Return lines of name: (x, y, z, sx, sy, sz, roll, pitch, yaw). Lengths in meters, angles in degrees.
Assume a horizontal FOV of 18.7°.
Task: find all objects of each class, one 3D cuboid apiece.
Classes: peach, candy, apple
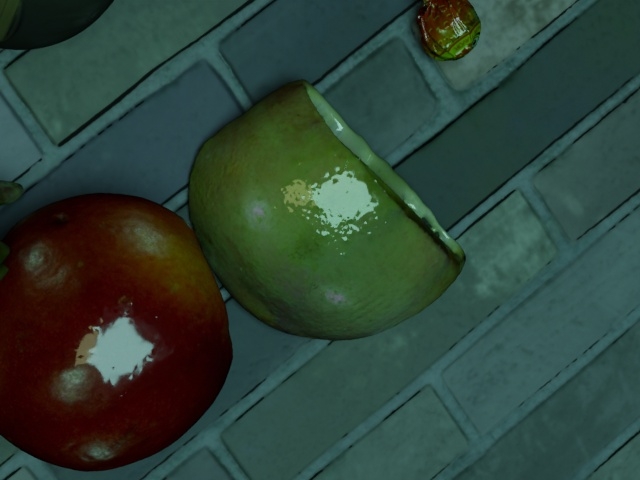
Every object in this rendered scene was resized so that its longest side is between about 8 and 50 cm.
peach: (-0.194, 0.081, 1.664, 0.243, 0.199, 0.243, -2, 98, -17)
candy: (0.086, -0.257, 1.808, 0.060, 0.060, 0.201, -35, 102, -13)
apple: (0.000, 0.000, 1.778, 0.193, 0.120, 0.265, -42, 110, 1)

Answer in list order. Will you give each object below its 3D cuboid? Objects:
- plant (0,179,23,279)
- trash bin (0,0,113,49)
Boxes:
plant: (-0.369, 0.085, 1.558, 0.180, 0.251, 0.333, 19, 88, 0)
trash bin: (-0.306, -0.267, 1.551, 0.334, 0.214, 0.214, 19, 92, -21)
